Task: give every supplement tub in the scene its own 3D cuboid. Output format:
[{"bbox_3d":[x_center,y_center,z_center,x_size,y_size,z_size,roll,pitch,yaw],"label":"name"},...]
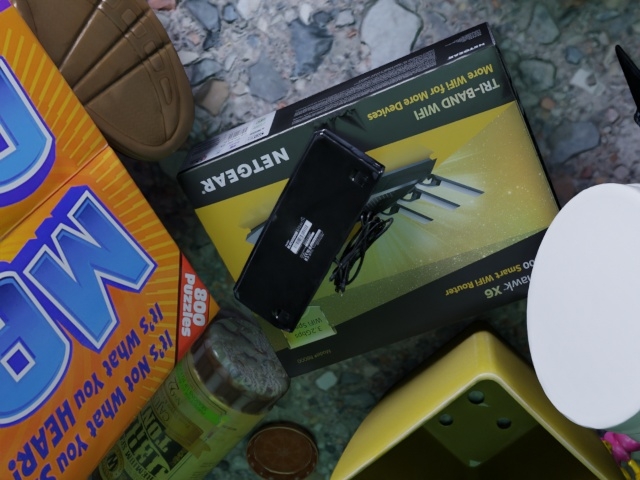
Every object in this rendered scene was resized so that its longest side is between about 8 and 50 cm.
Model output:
[{"bbox_3d":[0.358,0.066,0.786,0.316,0.228,0.228,6,119,-20],"label":"supplement tub"}]

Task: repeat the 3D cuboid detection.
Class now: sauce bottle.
[{"bbox_3d":[-0.172,0.230,1.022,0.111,0.111,0.344,35,113,-13],"label":"sauce bottle"}]

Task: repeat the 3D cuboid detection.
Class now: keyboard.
[{"bbox_3d":[0.000,0.000,0.850,0.100,0.038,0.192,36,118,13],"label":"keyboard"}]

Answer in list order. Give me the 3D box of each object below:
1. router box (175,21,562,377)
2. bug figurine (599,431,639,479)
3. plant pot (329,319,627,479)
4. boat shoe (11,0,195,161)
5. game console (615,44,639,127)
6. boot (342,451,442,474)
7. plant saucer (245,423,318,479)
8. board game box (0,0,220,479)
[{"bbox_3d":[0.058,-0.028,0.887,0.309,0.081,0.243,-21,114,15],"label":"router box"},{"bbox_3d":[0.393,0.226,0.995,0.279,0.072,0.216,41,115,-17],"label":"bug figurine"},{"bbox_3d":[0.156,0.206,0.935,0.212,0.187,0.212,43,113,-12],"label":"plant pot"},{"bbox_3d":[-0.256,-0.196,0.821,0.342,0.123,0.123,42,152,-15],"label":"boat shoe"},{"bbox_3d":[0.306,-0.112,0.800,0.107,0.122,0.071,7,118,1],"label":"game console"},{"bbox_3d":[0.077,0.284,1.067,0.121,0.045,0.099,1,117,8],"label":"boot"},{"bbox_3d":[-0.043,0.241,1.072,0.083,0.013,0.083,2,118,4],"label":"plant saucer"},{"bbox_3d":[-0.379,0.055,0.751,0.356,0.356,0.356,-14,117,38],"label":"board game box"}]
